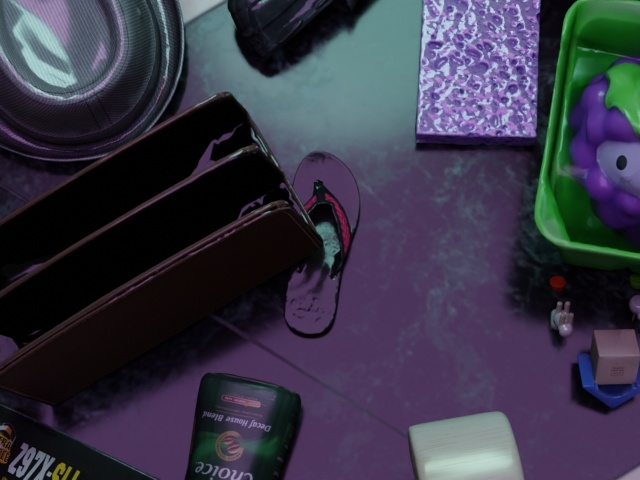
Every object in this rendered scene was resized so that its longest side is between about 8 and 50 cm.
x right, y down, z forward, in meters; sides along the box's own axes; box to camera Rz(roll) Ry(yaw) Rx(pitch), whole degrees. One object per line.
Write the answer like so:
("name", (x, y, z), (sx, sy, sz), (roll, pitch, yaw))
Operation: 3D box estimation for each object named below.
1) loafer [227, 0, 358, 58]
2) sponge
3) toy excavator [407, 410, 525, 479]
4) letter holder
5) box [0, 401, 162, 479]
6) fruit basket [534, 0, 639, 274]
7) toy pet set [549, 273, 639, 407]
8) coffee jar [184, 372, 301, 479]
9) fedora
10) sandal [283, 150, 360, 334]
("loafer", (0.014, -0.259, 1.758), (0.223, 0.076, 0.078), (-34, 109, -11))
("sponge", (0.155, -0.196, 1.754), (0.117, 0.031, 0.210), (3, 77, 2))
("toy excavator", (0.141, 0.415, 1.447), (0.222, 0.433, 0.445), (-10, 57, -1))
("letter holder", (-0.176, 0.002, 1.604), (0.302, 0.214, 0.152), (-31, 78, 3))
("box", (-0.246, 0.292, 1.523), (0.079, 0.322, 0.257), (37, 76, -33))
("fruit basket", (0.383, -0.105, 1.554), (0.392, 0.392, 0.283), (10, 72, 4))
("toy pet set", (0.277, 0.093, 1.682), (0.122, 0.065, 0.114), (-1, 42, -1))
("coffee jar", (-0.082, 0.218, 1.641), (0.096, 0.079, 0.184), (11, 78, 4))
("fedora", (-0.257, -0.213, 1.722), (0.244, 0.124, 0.275), (-20, 77, -3))
("sandal", (0.000, 0.000, 1.708), (0.067, 0.040, 0.179), (5, 77, 4))
